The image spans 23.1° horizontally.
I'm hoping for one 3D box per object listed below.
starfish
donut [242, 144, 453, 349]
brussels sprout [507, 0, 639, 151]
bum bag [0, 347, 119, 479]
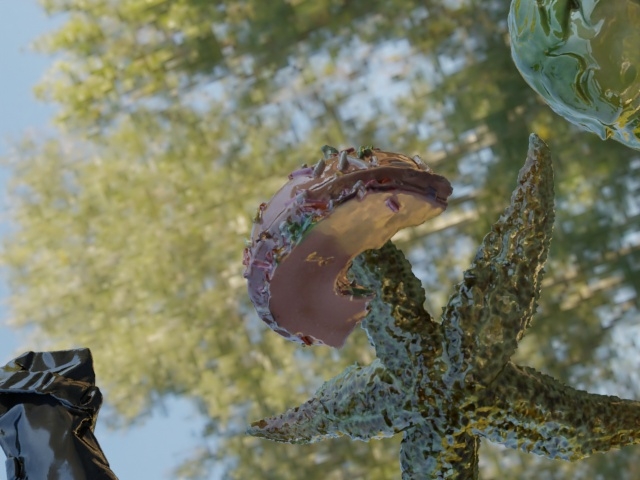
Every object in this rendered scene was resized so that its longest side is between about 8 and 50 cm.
[{"bbox_3d":[0.078,0.095,1.183,0.358,0.347,0.078,51,-152,-13],"label":"starfish"},{"bbox_3d":[0.000,0.000,1.047,0.117,0.166,0.065,13,-145,-35],"label":"donut"},{"bbox_3d":[0.275,-0.175,1.464,0.223,0.161,0.223,46,-155,-28],"label":"brussels sprout"},{"bbox_3d":[-0.278,0.240,1.670,0.074,0.137,0.310,49,-164,-58],"label":"bum bag"}]
